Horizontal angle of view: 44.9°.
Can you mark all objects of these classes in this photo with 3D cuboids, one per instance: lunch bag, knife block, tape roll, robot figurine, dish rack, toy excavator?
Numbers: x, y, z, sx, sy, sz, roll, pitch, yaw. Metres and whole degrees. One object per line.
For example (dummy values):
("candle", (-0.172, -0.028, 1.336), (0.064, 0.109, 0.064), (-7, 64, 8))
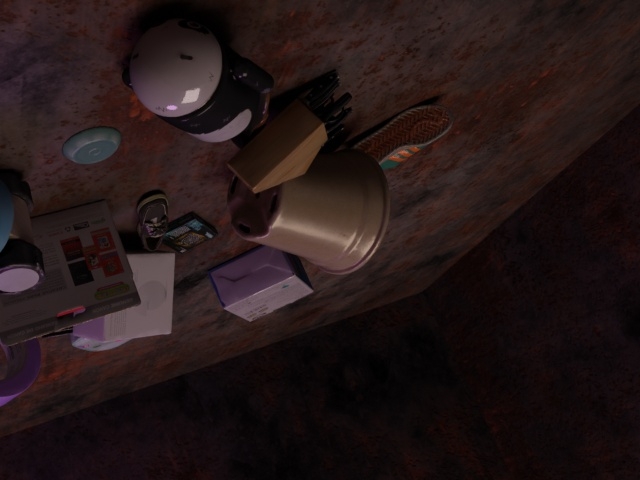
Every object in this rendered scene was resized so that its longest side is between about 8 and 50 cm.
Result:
("lunch bag", (-0.641, 0.245, 2.433), (0.279, 0.108, 0.224), (-27, 161, 5))
("knife block", (-0.049, -0.242, 1.678), (0.275, 0.088, 0.242), (-27, 156, -50))
("tape roll", (-0.856, 0.287, 1.969), (0.090, 0.275, 0.275), (-32, 162, 28))
("robot figurine", (-0.210, -0.275, 1.348), (0.209, 0.173, 0.278), (-39, 161, 10))
("dish rack", (-0.685, 0.217, 2.191), (0.208, 0.074, 0.271), (-7, 180, -22))
("toy excavator", (-0.789, -0.008, 1.367), (0.433, 0.222, 0.445), (-28, 149, 13))

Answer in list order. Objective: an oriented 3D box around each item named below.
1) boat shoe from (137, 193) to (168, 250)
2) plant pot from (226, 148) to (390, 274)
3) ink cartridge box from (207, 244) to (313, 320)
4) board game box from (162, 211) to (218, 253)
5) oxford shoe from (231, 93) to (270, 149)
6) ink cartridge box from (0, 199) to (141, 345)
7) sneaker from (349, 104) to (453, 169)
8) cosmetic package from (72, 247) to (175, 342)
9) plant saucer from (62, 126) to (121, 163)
("boat shoe", (-0.412, -0.042, 1.933), (0.080, 0.073, 0.223), (-17, 162, -24))
("plant pot", (-0.050, -0.094, 1.934), (0.305, 0.334, 0.334), (9, 144, -43))
("ink cartridge box", (-0.191, 0.152, 2.696), (0.270, 0.151, 0.395), (-25, 162, 4))
("board game box", (-0.370, -0.019, 2.143), (0.126, 0.026, 0.186), (-26, 163, 5))
("oxford shoe", (-0.140, -0.277, 1.639), (0.076, 0.076, 0.212), (-44, 177, -27))
("ink cartridge box", (-0.592, 0.088, 1.736), (0.309, 0.272, 0.130), (-16, 161, -24))
("sneaker", (0.214, -0.269, 2.083), (0.302, 0.108, 0.121), (-25, 172, 10))
("cosmetic package", (-0.513, 0.137, 2.027), (0.138, 0.224, 0.224), (5, -177, 35))
("plant saucer", (-0.451, -0.184, 1.541), (0.119, 0.021, 0.119), (-23, 163, -7))
